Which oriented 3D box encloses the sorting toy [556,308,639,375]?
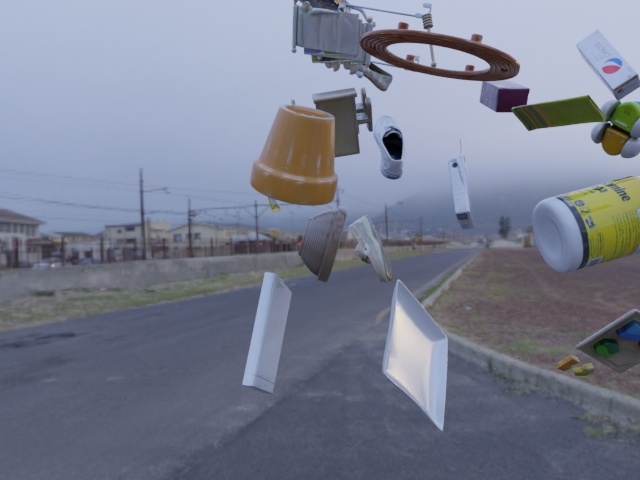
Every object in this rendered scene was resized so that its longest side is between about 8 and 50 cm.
[{"bbox_3d":[0.895,0.342,1.585,0.228,0.041,0.307,26,-53,-19],"label":"sorting toy"}]

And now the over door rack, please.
[{"bbox_3d":[0.192,-0.666,1.741,0.323,0.240,0.108,8,-19,16],"label":"over door rack"}]

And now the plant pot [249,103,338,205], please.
[{"bbox_3d":[-0.047,-0.205,1.200,0.204,0.188,0.205,11,23,-5],"label":"plant pot"}]

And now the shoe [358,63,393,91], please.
[{"bbox_3d":[0.161,-0.615,1.839,0.219,0.077,0.058,34,-38,-7],"label":"shoe"}]

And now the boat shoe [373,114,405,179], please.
[{"bbox_3d":[0.218,-0.302,1.571,0.095,0.258,0.084,-1,-36,-9],"label":"boat shoe"}]

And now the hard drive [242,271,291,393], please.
[{"bbox_3d":[-0.168,0.308,1.706,0.047,0.354,0.233,5,-21,13],"label":"hard drive"}]

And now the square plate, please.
[{"bbox_3d":[0.294,0.355,1.618,0.049,0.344,0.347,-20,-53,34],"label":"square plate"}]

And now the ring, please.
[{"bbox_3d":[0.247,-0.392,1.090,0.336,0.032,0.336,13,9,-2],"label":"ring"}]

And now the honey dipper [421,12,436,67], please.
[{"bbox_3d":[0.325,-0.590,1.546,0.030,0.161,0.030,-6,-3,0],"label":"honey dipper"}]

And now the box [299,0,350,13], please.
[{"bbox_3d":[0.000,-0.945,2.036,0.159,0.044,0.233,13,7,25],"label":"box"}]

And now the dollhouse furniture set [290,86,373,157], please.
[{"bbox_3d":[0.032,-0.349,1.388,0.211,0.161,0.242,-10,36,-1],"label":"dollhouse furniture set"}]

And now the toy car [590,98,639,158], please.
[{"bbox_3d":[0.968,-0.360,1.645,0.136,0.182,0.159,-23,48,-22],"label":"toy car"}]

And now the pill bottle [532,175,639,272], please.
[{"bbox_3d":[0.716,-0.050,1.273,0.333,0.188,0.188,-15,0,-3],"label":"pill bottle"}]

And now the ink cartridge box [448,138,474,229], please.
[{"bbox_3d":[0.396,-0.152,1.466,0.045,0.209,0.206,-7,-13,19],"label":"ink cartridge box"}]

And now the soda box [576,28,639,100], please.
[{"bbox_3d":[0.848,-0.519,1.538,0.073,0.216,0.069,-34,-36,26],"label":"soda box"}]

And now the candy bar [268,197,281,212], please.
[{"bbox_3d":[-0.187,-0.184,1.964,0.040,0.162,0.018,-14,-5,-22],"label":"candy bar"}]

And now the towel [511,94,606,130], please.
[{"bbox_3d":[0.638,-0.342,1.412,0.102,0.021,0.237,32,-10,-27],"label":"towel"}]

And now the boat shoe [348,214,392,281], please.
[{"bbox_3d":[0.179,0.039,1.892,0.098,0.303,0.109,-26,-40,10],"label":"boat shoe"}]

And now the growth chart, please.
[{"bbox_3d":[0.030,-0.543,1.400,0.237,0.172,0.021,14,40,3],"label":"growth chart"}]

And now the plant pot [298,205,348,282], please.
[{"bbox_3d":[0.000,0.000,1.578,0.109,0.238,0.237,17,-1,-2],"label":"plant pot"}]

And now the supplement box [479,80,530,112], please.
[{"bbox_3d":[0.623,-0.493,1.777,0.103,0.081,0.188,0,25,-1],"label":"supplement box"}]
